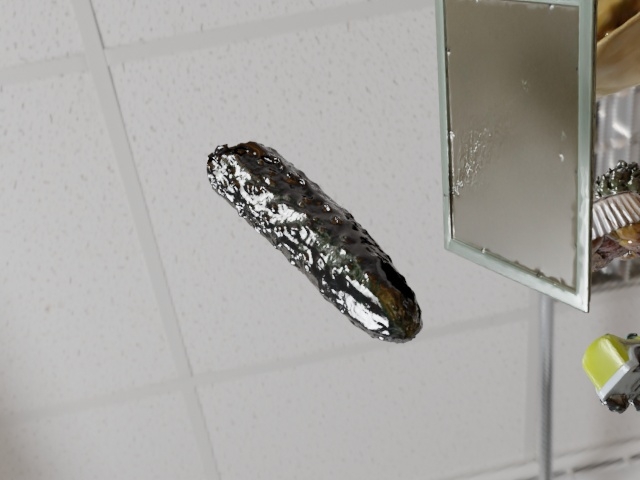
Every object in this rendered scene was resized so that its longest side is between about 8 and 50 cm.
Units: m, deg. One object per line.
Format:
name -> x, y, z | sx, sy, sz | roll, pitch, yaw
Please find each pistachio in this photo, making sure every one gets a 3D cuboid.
pistachio -> 0.429, -0.327, 1.415 | 0.321, 0.229, 0.238 | -30, -17, -8

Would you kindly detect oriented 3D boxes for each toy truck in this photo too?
toy truck -> 0.325, 0.127, 1.023 | 0.111, 0.077, 0.076 | 6, -51, -37

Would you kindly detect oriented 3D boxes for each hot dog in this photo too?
hot dog -> 0.380, -0.008, 1.288 | 0.144, 0.075, 0.268 | -18, -13, 17

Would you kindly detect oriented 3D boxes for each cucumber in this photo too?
cucumber -> 0.000, 0.000, 0.908 | 0.081, 0.303, 0.072 | 13, -67, -47

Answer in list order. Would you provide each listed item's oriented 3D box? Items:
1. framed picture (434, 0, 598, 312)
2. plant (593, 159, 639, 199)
framed picture -> 0.186, -0.100, 0.954 | 0.019, 0.232, 0.296 | -14, -67, -25
plant -> 0.494, -0.058, 1.601 | 0.092, 0.094, 0.143 | -11, -82, 20
